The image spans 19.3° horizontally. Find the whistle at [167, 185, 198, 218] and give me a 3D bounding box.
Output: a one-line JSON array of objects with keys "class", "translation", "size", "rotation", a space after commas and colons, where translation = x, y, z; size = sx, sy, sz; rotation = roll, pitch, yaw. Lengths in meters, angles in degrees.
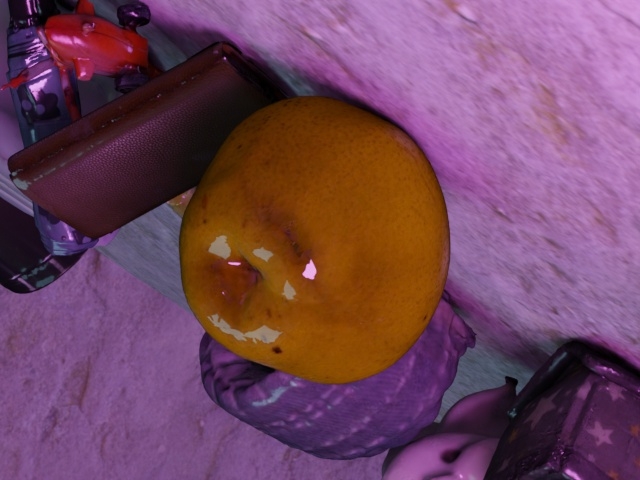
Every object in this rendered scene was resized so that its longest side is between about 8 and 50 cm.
[{"class": "whistle", "translation": [-0.121, -0.011, 2.087], "size": [0.104, 0.057, 0.198], "rotation": [28, 171, 30]}]

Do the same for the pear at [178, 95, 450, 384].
[{"class": "pear", "translation": [0.001, -0.001, 1.277], "size": [0.198, 0.198, 0.198], "rotation": [32, 171, 6]}]

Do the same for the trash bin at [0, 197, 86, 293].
[{"class": "trash bin", "translation": [-0.393, -0.104, 2.099], "size": [0.301, 0.203, 0.252], "rotation": [40, 151, -31]}]

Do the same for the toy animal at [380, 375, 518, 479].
[{"class": "toy animal", "translation": [0.173, 0.276, 1.736], "size": [0.310, 0.183, 0.247], "rotation": [37, -160, 16]}]

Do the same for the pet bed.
[{"class": "pet bed", "translation": [0.263, 0.194, 1.569], "size": [0.211, 0.159, 0.183], "rotation": [32, 151, -5]}]

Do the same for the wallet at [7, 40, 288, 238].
[{"class": "wallet", "translation": [-0.123, -0.072, 1.390], "size": [0.110, 0.198, 0.031], "rotation": [39, -149, -46]}]

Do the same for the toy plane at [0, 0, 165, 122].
[{"class": "toy plane", "translation": [-0.146, -0.125, 1.428], "size": [0.077, 0.126, 0.194], "rotation": [-8, 145, 34]}]

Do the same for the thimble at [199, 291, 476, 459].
[{"class": "thimble", "translation": [0.015, 0.097, 1.759], "size": [0.172, 0.205, 0.236], "rotation": [32, 143, -29]}]

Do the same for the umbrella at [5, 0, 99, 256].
[{"class": "umbrella", "translation": [-0.212, -0.109, 1.458], "size": [0.053, 0.052, 0.250], "rotation": [-153, 52, -63]}]

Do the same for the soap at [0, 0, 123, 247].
[{"class": "soap", "translation": [-0.344, -0.170, 1.689], "size": [0.446, 0.156, 0.261], "rotation": [30, 171, 17]}]
